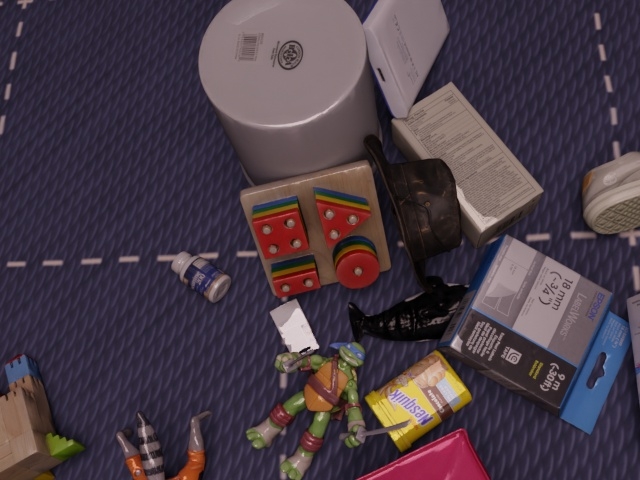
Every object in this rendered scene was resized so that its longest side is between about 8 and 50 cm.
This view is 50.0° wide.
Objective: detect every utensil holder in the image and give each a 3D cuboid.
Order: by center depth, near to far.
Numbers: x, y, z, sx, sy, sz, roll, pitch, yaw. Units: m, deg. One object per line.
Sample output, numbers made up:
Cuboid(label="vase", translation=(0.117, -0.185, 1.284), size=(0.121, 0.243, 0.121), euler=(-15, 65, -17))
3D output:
Cuboid(label="utensil holder", translation=(-0.043, -0.269, 1.373), size=(0.327, 0.385, 0.328), euler=(-2, 72, 6))

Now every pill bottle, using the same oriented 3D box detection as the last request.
Cuboid(label="pill bottle", translation=(-0.255, 0.074, 1.454), size=(0.120, 0.067, 0.067), euler=(32, 78, 16))

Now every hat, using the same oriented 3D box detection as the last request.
Cuboid(label="hat", translation=(0.201, -0.071, 1.310), size=(0.134, 0.331, 0.331), euler=(-21, 70, 12))

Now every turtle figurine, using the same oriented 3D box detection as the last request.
Cuboid(label="turtle figurine", translation=(-0.018, 0.309, 1.258), size=(0.198, 0.275, 0.266), euler=(32, 101, -20))

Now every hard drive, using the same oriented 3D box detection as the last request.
Cuboid(label="hard drive", translation=(0.183, -0.439, 1.444), size=(0.040, 0.210, 0.319), euler=(-1, 46, 34))

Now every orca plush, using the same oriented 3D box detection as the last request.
Cuboid(label="orca plush", translation=(0.197, 0.132, 1.358), size=(0.287, 0.102, 0.151), euler=(2, 72, 8))

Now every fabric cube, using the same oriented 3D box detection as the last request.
Cuboid(label="fabric cube", translation=(0.191, 0.504, 1.126), size=(0.259, 0.258, 0.254), euler=(-24, 54, -1))

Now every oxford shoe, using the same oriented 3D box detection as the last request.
Cuboid(label="oxford shoe", translation=(0.727, -0.138, 1.358), size=(0.449, 0.169, 0.130), euler=(-15, 51, 3))

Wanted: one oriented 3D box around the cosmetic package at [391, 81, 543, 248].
Cuboid(label="cosmetic package", translation=(0.299, -0.158, 1.436), size=(0.160, 0.113, 0.309), euler=(-32, 70, -4))

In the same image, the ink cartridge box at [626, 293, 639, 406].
Cuboid(label="ink cartridge box", translation=(0.686, 0.231, 1.231), size=(0.201, 0.117, 0.278), euler=(4, 71, -8))

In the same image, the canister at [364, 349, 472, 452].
Cuboid(label="canister", translation=(0.188, 0.305, 1.318), size=(0.170, 0.073, 0.126), euler=(-34, 71, -6))

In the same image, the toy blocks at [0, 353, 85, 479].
Cuboid(label="toy blocks", translation=(-0.696, 0.387, 1.370), size=(0.381, 0.191, 0.261), euler=(-29, 59, -4))

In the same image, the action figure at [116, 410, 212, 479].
Cuboid(label="action figure", translation=(-0.338, 0.503, 1.272), size=(0.341, 0.178, 0.330), euler=(-10, 61, 2))

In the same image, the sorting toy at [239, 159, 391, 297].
Cuboid(label="sorting toy", translation=(0.000, 0.000, 1.343), size=(0.255, 0.257, 0.089), euler=(-13, 35, 3))

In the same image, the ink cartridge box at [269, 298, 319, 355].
Cuboid(label="ink cartridge box", translation=(-0.051, 0.185, 1.412), size=(0.063, 0.029, 0.115), euler=(-27, 72, -2))

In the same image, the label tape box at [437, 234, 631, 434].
Cuboid(label="label tape box", translation=(0.424, 0.175, 1.273), size=(0.333, 0.106, 0.241), euler=(29, 78, 2))
